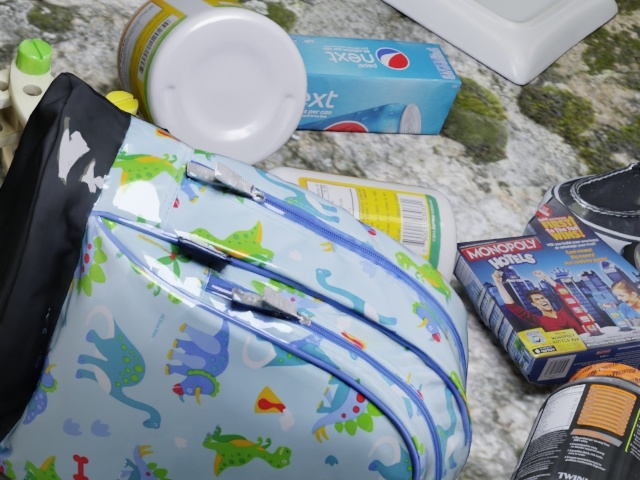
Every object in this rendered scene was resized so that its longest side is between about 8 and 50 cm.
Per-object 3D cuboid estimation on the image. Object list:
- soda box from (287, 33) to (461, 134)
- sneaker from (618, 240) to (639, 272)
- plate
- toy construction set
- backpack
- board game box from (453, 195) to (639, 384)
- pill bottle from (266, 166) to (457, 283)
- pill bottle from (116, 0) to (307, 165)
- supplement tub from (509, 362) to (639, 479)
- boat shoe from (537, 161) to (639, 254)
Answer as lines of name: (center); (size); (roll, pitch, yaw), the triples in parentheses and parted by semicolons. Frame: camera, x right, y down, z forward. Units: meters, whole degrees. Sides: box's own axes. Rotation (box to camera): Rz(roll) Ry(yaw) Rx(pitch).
soda box: (0.028, -0.154, 1.689); (0.210, 0.071, 0.067); (1, 43, -25)
sneaker: (0.350, 0.063, 1.576); (0.067, 0.078, 0.188); (-11, 47, -35)
plate: (0.187, -0.309, 1.979); (0.277, 0.045, 0.278); (34, 38, 16)
toy construction set: (-0.303, -0.071, 1.380); (0.215, 0.151, 0.327); (44, 32, 26)
backpack: (-0.065, 0.087, 1.201); (0.355, 0.290, 0.273); (17, 30, -22)
board game box: (0.212, 0.046, 1.546); (0.194, 0.060, 0.194); (-5, 44, -31)
pill bottle: (0.000, 0.000, 1.451); (0.208, 0.118, 0.118); (7, 40, -18)
pill bottle: (-0.107, -0.153, 1.517); (0.136, 0.136, 0.245); (7, 12, -18)
supplement tub: (0.211, 0.185, 1.328); (0.117, 0.117, 0.190); (27, 37, 7)
boat shoe: (0.356, -0.048, 1.694); (0.301, 0.102, 0.108); (0, 42, -26)
